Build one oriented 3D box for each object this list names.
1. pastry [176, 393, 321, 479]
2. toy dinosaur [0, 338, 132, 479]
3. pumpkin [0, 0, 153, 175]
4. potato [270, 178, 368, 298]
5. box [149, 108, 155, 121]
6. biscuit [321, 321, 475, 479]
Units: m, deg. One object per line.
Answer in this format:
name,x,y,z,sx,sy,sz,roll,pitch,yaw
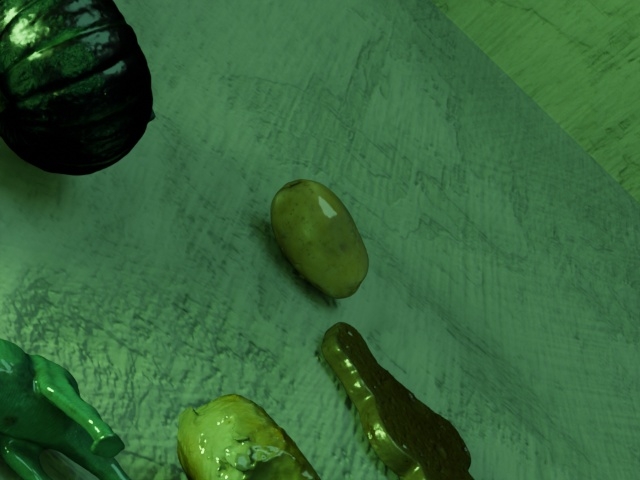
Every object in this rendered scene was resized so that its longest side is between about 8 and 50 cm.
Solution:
pastry,-0.056,0.266,1.548,0.257,0.121,0.236,57,-11,-9
toy dinosaur,-0.313,0.104,1.483,0.383,0.129,0.331,27,22,-43
pumpkin,-0.323,-0.175,1.773,0.248,0.248,0.248,38,24,-21
potato,0.000,0.000,2.170,0.109,0.118,0.178,-39,102,-33
box,-0.260,-0.166,2.030,0.099,0.074,0.054,-12,77,-64
biscuit,0.105,0.240,2.047,0.320,0.047,0.183,51,21,7
